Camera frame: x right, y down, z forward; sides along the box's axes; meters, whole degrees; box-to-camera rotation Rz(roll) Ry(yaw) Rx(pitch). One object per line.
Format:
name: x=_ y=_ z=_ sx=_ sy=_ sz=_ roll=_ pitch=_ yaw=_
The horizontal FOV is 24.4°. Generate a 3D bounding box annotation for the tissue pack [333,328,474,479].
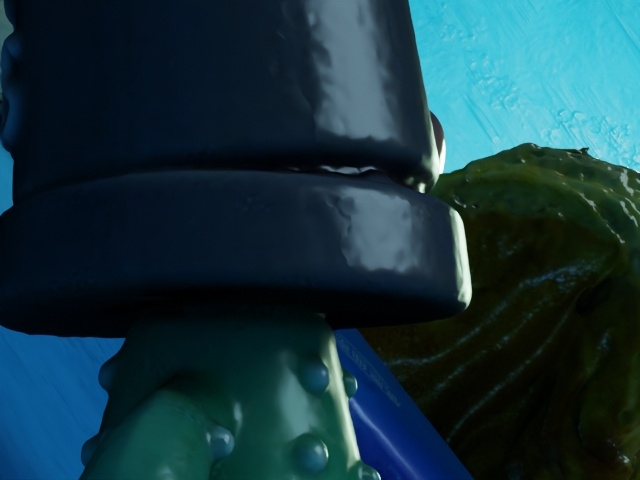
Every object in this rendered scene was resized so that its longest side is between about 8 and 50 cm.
tissue pack: x=0.021 y=0.162 z=0.966 sx=0.270 sy=0.137 sz=0.209 roll=55 pitch=6 yaw=-12

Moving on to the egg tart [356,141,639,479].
egg tart: x=0.116 y=0.089 z=1.177 sx=0.153 sy=0.339 sz=0.352 roll=-79 pitch=171 yaw=-75

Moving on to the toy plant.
toy plant: x=-0.037 y=0.046 z=0.572 sx=0.279 sy=0.185 sz=0.400 roll=148 pitch=-60 yaw=-69

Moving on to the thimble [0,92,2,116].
thimble: x=-0.190 y=-0.121 z=1.044 sx=0.115 sy=0.102 sz=0.090 roll=25 pitch=-11 yaw=28

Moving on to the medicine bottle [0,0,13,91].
medicine bottle: x=-0.207 y=-0.167 z=0.657 sx=0.190 sy=0.190 sz=0.332 roll=56 pitch=5 yaw=3

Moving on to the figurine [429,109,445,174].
figurine: x=-0.005 y=0.007 z=1.384 sx=0.269 sy=0.211 sz=0.261 roll=140 pitch=-47 yaw=-65
